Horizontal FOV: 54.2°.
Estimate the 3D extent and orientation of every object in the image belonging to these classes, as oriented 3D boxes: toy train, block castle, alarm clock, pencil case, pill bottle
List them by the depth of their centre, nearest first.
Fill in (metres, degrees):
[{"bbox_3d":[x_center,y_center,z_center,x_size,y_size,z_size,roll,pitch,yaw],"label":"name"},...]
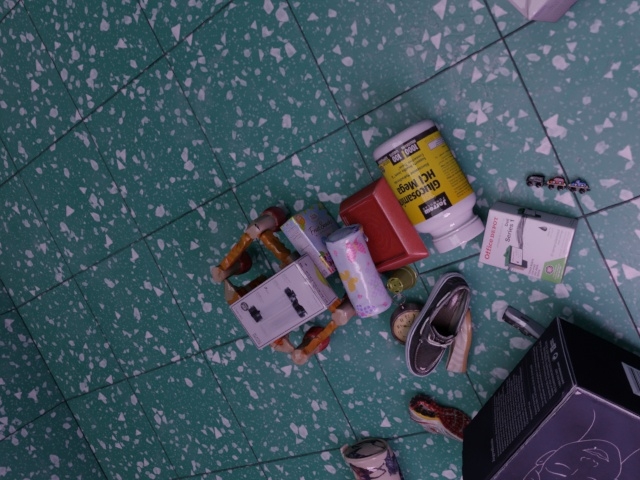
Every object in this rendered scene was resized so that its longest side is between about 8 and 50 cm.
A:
[{"bbox_3d":[0.609,-0.146,1.601,0.158,0.027,0.036,12,102,27],"label":"toy train"},{"bbox_3d":[0.298,-0.142,1.683,0.188,0.188,0.333,-30,91,34],"label":"pill bottle"},{"bbox_3d":[0.113,0.089,1.826,0.114,0.124,0.273,-10,108,42],"label":"pencil case"},{"bbox_3d":[0.267,0.237,1.886,0.129,0.064,0.192,-24,114,11],"label":"alarm clock"},{"bbox_3d":[-0.097,0.144,2.006,0.453,0.213,0.303,44,118,6],"label":"block castle"},{"bbox_3d":[0.207,0.865,2.114,0.184,0.160,0.410,-17,99,19],"label":"pencil case"}]

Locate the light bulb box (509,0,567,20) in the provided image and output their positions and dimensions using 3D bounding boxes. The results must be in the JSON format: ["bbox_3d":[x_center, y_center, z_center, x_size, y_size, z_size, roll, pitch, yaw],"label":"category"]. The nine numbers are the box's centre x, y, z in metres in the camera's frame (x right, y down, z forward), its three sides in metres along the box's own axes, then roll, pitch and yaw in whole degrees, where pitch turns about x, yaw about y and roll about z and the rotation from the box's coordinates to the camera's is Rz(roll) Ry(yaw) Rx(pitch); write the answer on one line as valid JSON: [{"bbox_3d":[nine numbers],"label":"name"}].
[{"bbox_3d":[0.429,-0.665,1.317,0.358,0.361,0.225,48,122,7],"label":"light bulb box"}]

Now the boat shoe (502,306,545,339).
[{"bbox_3d":[0.575,0.242,1.750,0.142,0.049,0.040,38,128,21],"label":"boat shoe"}]

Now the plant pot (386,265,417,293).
[{"bbox_3d":[0.238,0.123,1.878,0.083,0.079,0.083,10,113,26],"label":"plant pot"}]

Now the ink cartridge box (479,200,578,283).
[{"bbox_3d":[0.545,0.003,1.650,0.220,0.093,0.160,15,114,24],"label":"ink cartridge box"}]

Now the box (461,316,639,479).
[{"bbox_3d":[0.681,0.529,1.564,0.480,0.297,0.471,26,118,-2],"label":"box"}]

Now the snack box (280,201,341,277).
[{"bbox_3d":[0.000,0.000,1.914,0.207,0.174,0.070,52,125,4],"label":"snack box"}]

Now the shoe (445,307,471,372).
[{"bbox_3d":[0.408,0.297,1.839,0.058,0.076,0.218,4,113,5],"label":"shoe"}]

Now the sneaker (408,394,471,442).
[{"bbox_3d":[0.382,0.570,1.965,0.225,0.088,0.092,26,139,20],"label":"sneaker"}]

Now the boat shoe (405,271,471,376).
[{"bbox_3d":[0.332,0.253,1.795,0.121,0.119,0.335,15,104,-7],"label":"boat shoe"}]

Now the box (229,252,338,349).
[{"bbox_3d":[-0.111,0.183,1.853,0.290,0.087,0.169,-36,89,29],"label":"box"}]

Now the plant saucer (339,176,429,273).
[{"bbox_3d":[0.167,-0.028,1.823,0.259,0.048,0.258,60,149,-1],"label":"plant saucer"}]
